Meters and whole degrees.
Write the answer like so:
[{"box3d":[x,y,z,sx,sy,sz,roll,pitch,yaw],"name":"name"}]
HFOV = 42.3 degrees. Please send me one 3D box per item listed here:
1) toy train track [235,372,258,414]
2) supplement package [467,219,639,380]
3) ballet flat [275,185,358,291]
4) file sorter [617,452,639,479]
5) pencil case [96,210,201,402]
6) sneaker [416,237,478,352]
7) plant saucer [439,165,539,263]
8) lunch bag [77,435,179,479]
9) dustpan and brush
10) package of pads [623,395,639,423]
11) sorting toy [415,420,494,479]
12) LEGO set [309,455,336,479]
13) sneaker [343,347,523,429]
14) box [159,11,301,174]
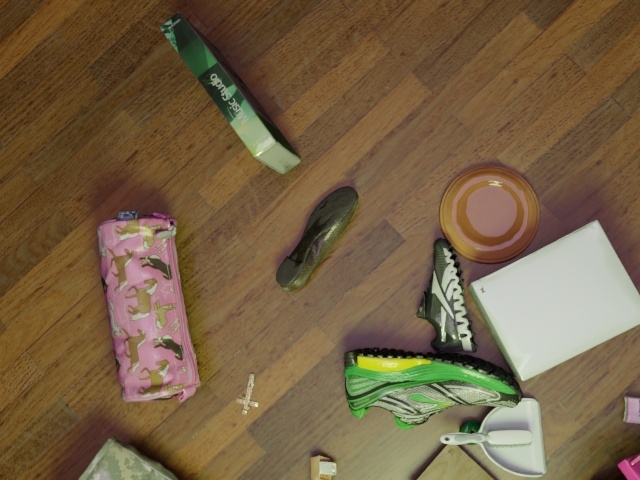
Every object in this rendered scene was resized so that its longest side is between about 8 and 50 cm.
[{"box3d":[-0.147,0.312,1.682,0.048,0.014,0.083,10,84,8],"name":"toy train track"},{"box3d":[0.443,0.116,1.564,0.262,0.145,0.204,-27,81,4],"name":"supplement package"},{"box3d":[0.000,0.000,1.683,0.084,0.058,0.250,27,80,45],"name":"ballet flat"},{"box3d":[0.692,0.390,1.379,0.182,0.290,0.202,-53,54,35],"name":"file sorter"},{"box3d":[-0.344,0.135,1.658,0.160,0.167,0.386,-6,82,-26],"name":"pencil case"},{"box3d":[0.234,0.112,1.624,0.106,0.078,0.234,-13,79,13],"name":"sneaker"},{"box3d":[0.338,-0.053,1.651,0.200,0.037,0.200,-1,84,8],"name":"plant saucer"},{"box3d":[-0.378,0.553,1.606,0.235,0.169,0.287,33,93,10],"name":"lunch bag"},{"box3d":[0.327,0.374,1.564,0.211,0.060,0.147,-1,74,-3],"name":"dustpan and brush"},{"box3d":[0.621,0.325,1.574,0.083,0.032,0.050,5,85,8],"name":"package of pads"},{"box3d":[0.248,0.486,1.585,0.132,0.046,0.274,42,76,10],"name":"sorting toy"},{"box3d":[0.017,0.572,1.607,0.132,0.107,0.287,-23,74,-31],"name":"LEGO set"},{"box3d":[0.214,0.290,1.594,0.343,0.134,0.146,2,90,16],"name":"sneaker"},{"box3d":[-0.173,-0.284,1.644,0.058,0.232,0.322,-39,80,6],"name":"box"}]
